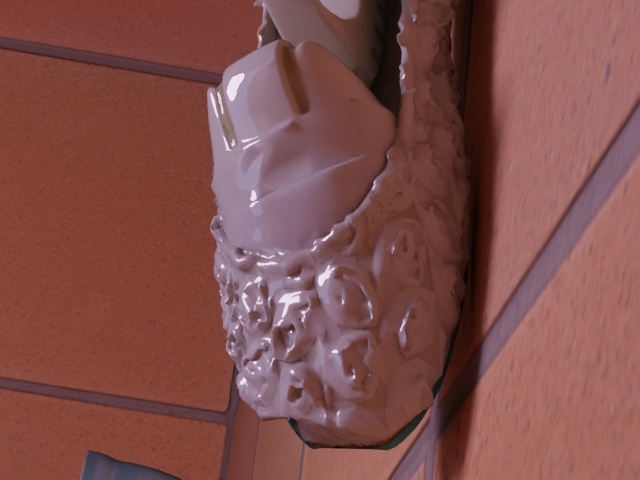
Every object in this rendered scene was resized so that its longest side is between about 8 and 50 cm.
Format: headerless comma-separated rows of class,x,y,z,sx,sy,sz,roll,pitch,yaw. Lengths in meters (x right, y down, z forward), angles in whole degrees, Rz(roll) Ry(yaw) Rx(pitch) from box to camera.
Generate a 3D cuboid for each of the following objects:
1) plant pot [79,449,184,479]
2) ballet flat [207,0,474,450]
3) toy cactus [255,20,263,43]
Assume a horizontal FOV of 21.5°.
plant pot,-0.139,0.350,1.522,0.293,0.196,0.293,-170,90,-85
ballet flat,-0.002,-0.084,0.874,0.147,0.147,0.409,104,174,-49
toy cactus,0.037,-0.186,1.119,0.219,0.112,0.180,-67,-2,-73
